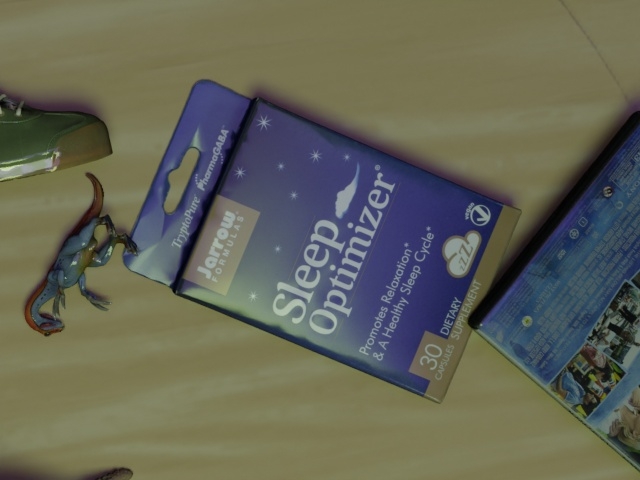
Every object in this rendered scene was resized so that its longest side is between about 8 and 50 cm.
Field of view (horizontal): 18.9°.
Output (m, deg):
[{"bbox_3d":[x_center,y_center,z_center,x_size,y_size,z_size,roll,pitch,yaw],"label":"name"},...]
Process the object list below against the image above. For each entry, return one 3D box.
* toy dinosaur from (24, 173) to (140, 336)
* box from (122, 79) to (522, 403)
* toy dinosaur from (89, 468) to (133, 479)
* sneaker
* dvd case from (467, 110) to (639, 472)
[{"bbox_3d":[-0.156,0.019,1.215,0.082,0.090,0.047,-33,139,14],"label":"toy dinosaur"},{"bbox_3d":[0.000,0.000,1.230,0.225,0.036,0.136,23,89,-8],"label":"box"},{"bbox_3d":[-0.244,0.226,1.165,0.200,0.127,0.296,39,81,-2],"label":"toy dinosaur"},{"bbox_3d":[-0.229,-0.075,1.175,0.192,0.064,0.086,-11,99,-5],"label":"sneaker"},{"bbox_3d":[0.242,0.062,1.260,0.253,0.022,0.180,40,84,-15],"label":"dvd case"}]
